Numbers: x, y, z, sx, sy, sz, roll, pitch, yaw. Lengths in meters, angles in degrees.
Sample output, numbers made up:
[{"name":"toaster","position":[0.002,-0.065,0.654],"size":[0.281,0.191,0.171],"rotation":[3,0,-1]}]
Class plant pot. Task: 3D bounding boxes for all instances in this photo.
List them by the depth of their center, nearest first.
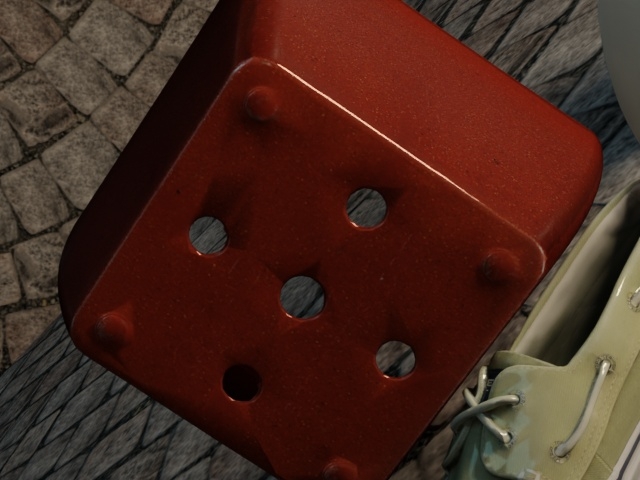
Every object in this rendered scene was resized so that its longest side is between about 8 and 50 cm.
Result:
[{"name":"plant pot","position":[0.000,0.000,0.696],"size":[0.267,0.267,0.236],"rotation":[-55,6,15]}]

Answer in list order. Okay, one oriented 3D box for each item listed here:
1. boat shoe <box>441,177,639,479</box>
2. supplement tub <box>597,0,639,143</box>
[{"name":"boat shoe","position":[0.114,0.095,0.609],"size":[0.302,0.094,0.109],"rotation":[-50,16,-22]},{"name":"supplement tub","position":[0.242,-0.059,0.267],"size":[0.228,0.228,0.316],"rotation":[-47,36,-11]}]
